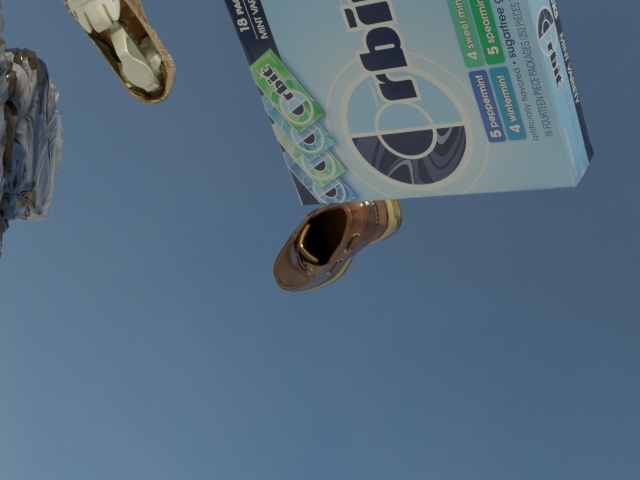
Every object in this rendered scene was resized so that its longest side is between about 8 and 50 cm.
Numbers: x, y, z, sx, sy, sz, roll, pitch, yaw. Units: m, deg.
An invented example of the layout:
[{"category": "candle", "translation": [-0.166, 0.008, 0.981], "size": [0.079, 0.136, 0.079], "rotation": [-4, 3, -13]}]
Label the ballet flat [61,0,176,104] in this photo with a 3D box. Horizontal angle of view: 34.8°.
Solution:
[{"category": "ballet flat", "translation": [-0.211, -0.222, 1.055], "size": [0.073, 0.067, 0.206], "rotation": [-29, -50, 11]}]

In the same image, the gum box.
[{"category": "gum box", "translation": [0.047, -0.100, 0.588], "size": [0.185, 0.041, 0.156], "rotation": [-2, -58, 34]}]

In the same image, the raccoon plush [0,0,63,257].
[{"category": "raccoon plush", "translation": [-0.290, -0.021, 0.424], "size": [0.299, 0.216, 0.446], "rotation": [5, -7, -7]}]

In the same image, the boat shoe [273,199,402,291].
[{"category": "boat shoe", "translation": [0.000, 0.000, 0.924], "size": [0.178, 0.060, 0.064], "rotation": [-38, -108, 50]}]
